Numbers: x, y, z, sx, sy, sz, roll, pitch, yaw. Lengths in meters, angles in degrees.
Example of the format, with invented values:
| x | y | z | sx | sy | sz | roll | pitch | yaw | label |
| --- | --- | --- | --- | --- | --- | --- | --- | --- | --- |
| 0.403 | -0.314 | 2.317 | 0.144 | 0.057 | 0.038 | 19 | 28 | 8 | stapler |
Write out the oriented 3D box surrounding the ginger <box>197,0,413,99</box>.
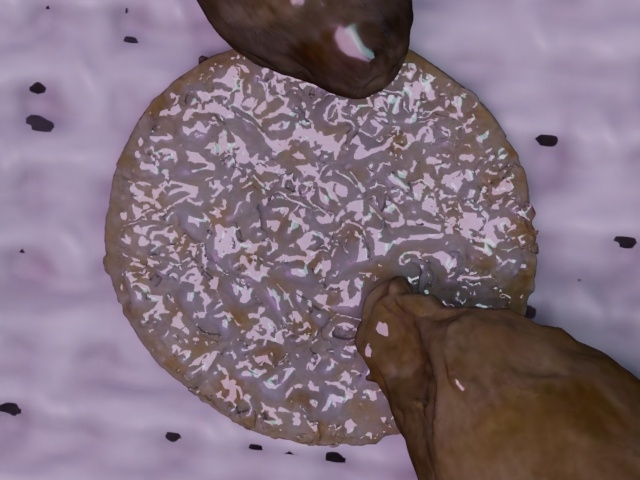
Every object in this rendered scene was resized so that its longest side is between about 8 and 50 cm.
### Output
| x | y | z | sx | sy | sz | roll | pitch | yaw | label |
| --- | --- | --- | --- | --- | --- | --- | --- | --- | --- |
| 0.048 | -0.124 | 0.530 | 0.204 | 0.080 | 0.104 | -33 | 75 | 16 | ginger |

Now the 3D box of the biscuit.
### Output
| x | y | z | sx | sy | sz | roll | pitch | yaw | label |
| --- | --- | --- | --- | --- | --- | --- | --- | --- | --- |
| 0.000 | 0.000 | 0.598 | 0.152 | 0.020 | 0.152 | 2 | 103 | 7 | biscuit |

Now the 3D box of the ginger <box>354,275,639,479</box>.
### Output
| x | y | z | sx | sy | sz | roll | pitch | yaw | label |
| --- | --- | --- | --- | --- | --- | --- | --- | --- | --- |
| 0.111 | 0.113 | 0.534 | 0.219 | 0.123 | 0.270 | -23 | 80 | -30 | ginger |
